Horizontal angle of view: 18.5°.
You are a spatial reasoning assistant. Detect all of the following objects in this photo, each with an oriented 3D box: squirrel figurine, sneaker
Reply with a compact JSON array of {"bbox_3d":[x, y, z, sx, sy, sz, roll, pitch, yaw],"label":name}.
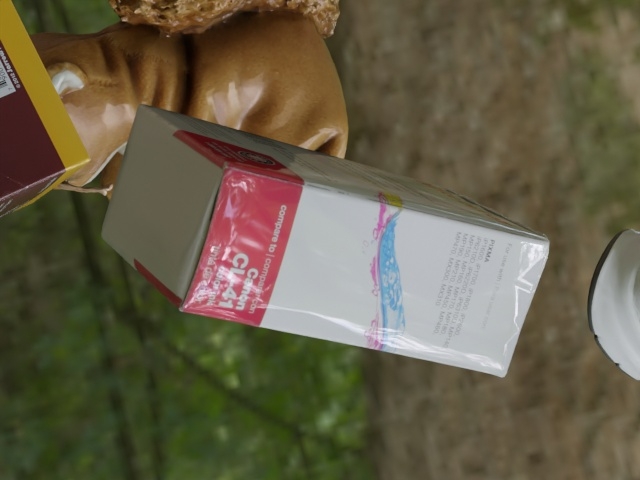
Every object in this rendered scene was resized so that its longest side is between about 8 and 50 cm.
[{"bbox_3d":[-0.172,-0.205,2.139,0.370,0.397,0.281,5,-160,-29],"label":"squirrel figurine"},{"bbox_3d":[0.307,0.102,1.342,0.297,0.111,0.129,40,154,-32],"label":"sneaker"}]

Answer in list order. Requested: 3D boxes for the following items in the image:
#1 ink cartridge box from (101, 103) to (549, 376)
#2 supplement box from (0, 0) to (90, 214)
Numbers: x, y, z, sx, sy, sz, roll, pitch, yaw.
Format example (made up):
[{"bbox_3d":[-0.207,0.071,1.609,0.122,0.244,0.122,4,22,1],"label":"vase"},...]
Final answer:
[{"bbox_3d":[0.000,0.000,1.639,0.306,0.131,0.226,15,-172,-26],"label":"ink cartridge box"},{"bbox_3d":[-0.291,-0.083,1.271,0.194,0.191,0.129,-27,-179,-28],"label":"supplement box"}]
